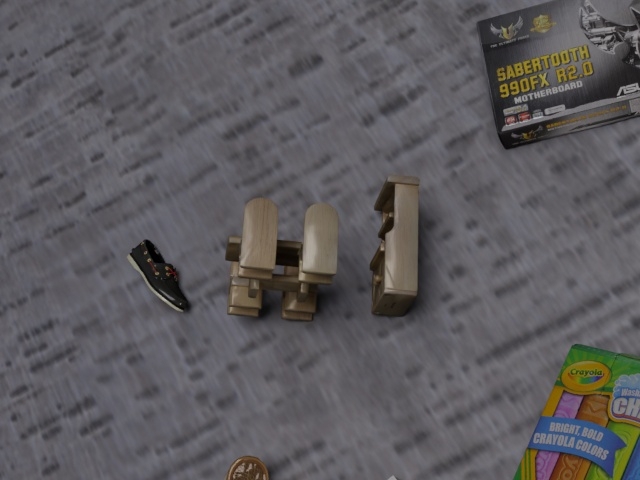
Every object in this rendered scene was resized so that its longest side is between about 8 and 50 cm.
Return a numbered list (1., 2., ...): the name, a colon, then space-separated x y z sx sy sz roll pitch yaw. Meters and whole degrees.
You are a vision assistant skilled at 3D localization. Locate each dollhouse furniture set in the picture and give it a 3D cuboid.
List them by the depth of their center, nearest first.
1. dollhouse furniture set: 0.000 0.000 1.606 0.242 0.212 0.161 5 70 -7

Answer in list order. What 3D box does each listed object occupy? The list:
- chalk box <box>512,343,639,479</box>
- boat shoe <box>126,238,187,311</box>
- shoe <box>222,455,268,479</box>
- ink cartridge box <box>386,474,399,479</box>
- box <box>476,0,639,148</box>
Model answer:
1. chalk box: 0.358 0.233 1.365 0.179 0.180 0.289 13 70 46
2. boat shoe: -0.227 0.049 1.752 0.042 0.049 0.133 -46 56 6
3. shoe: -0.110 0.385 1.571 0.076 0.058 0.219 16 77 -7
4. ink cartridge box: 0.076 0.339 1.532 0.083 0.028 0.048 -40 61 1
5. box: 0.341 -0.239 1.664 0.231 0.056 0.183 -13 65 14
